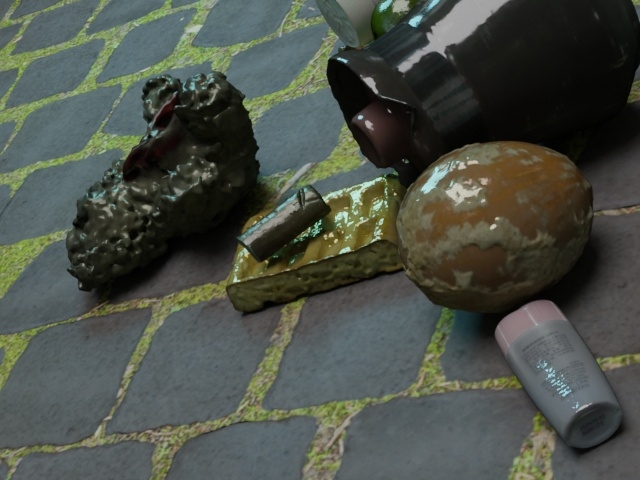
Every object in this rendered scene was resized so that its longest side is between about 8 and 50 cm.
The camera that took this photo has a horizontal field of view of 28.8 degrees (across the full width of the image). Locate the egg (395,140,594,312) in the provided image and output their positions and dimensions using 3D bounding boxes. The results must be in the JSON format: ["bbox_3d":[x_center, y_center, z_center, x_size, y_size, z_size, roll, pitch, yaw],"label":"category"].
[{"bbox_3d":[0.205,-0.020,1.465,0.245,0.203,0.203,-25,33,-3],"label":"egg"}]

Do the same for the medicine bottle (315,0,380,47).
[{"bbox_3d":[0.138,-0.465,2.143,0.293,0.170,0.170,-38,33,-10],"label":"medicine bottle"}]

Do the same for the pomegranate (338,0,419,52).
[{"bbox_3d":[0.131,-0.323,1.992,0.169,0.148,0.148,-46,34,-2],"label":"pomegranate"}]

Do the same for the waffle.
[{"bbox_3d":[0.000,0.000,1.734,0.274,0.057,0.168,-16,35,22],"label":"waffle"}]

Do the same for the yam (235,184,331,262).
[{"bbox_3d":[-0.049,-0.023,1.703,0.132,0.054,0.054,-36,33,-8],"label":"yam"}]

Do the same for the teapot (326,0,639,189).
[{"bbox_3d":[0.198,-0.222,1.661,0.361,0.306,0.376,-33,0,-10],"label":"teapot"}]

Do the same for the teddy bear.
[{"bbox_3d":[-0.269,-0.084,1.936,0.367,0.224,0.357,-41,20,-12],"label":"teddy bear"}]

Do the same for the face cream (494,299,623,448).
[{"bbox_3d":[0.255,0.141,1.343,0.084,0.057,0.198,-28,31,4],"label":"face cream"}]
